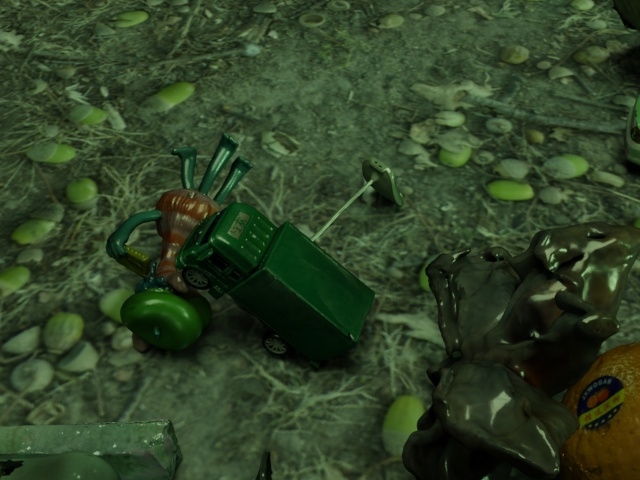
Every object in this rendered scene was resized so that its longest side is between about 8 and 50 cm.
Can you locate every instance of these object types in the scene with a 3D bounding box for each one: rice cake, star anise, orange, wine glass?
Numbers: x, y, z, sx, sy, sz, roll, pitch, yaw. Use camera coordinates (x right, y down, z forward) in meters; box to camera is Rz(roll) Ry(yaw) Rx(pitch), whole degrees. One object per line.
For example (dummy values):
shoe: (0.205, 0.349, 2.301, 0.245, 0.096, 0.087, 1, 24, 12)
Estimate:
rice cake: (-0.210, 0.157, 0.648, 0.210, 0.043, 0.034, -1, 37, 2)
star anise: (0.125, 0.076, 0.606, 0.110, 0.198, 0.257, 38, 51, -9)
orange: (0.229, 0.133, 0.593, 0.117, 0.135, 0.136, 26, 41, -18)
wine glass: (-0.132, 0.182, 0.592, 0.195, 0.079, 0.079, -1, 44, 0)

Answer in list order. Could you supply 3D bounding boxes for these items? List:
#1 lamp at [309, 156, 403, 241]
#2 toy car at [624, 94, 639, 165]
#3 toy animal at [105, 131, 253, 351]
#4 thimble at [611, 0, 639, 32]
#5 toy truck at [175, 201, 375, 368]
lamp: (0.000, 0.000, 0.814, 0.198, 0.056, 0.050, -42, 57, -20)
toy car: (0.417, -0.099, 0.857, 0.224, 0.076, 0.090, 11, 44, 15)
toy animal: (-0.128, -0.005, 0.770, 0.103, 0.100, 0.208, 30, 55, -21)
thimble: (0.456, -0.287, 0.917, 0.270, 0.271, 0.150, -11, 49, -9)
toy truck: (-0.039, 0.034, 0.705, 0.147, 0.079, 0.065, 39, 45, -15)
